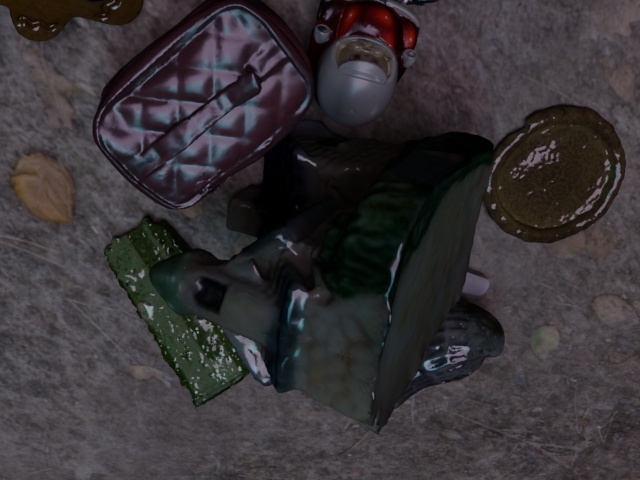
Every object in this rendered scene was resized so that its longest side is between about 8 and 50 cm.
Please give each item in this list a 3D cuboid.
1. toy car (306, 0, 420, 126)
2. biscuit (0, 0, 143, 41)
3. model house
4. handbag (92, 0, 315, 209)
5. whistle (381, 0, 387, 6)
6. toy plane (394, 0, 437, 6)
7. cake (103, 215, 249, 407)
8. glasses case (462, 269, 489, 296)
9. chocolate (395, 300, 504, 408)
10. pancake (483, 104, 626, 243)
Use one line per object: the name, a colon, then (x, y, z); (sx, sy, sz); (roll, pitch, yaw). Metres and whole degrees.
toy car: (0.036, -0.169, 0.621); (0.112, 0.112, 0.139); (12, 146, -9)
biscuit: (-0.271, -0.266, 0.536); (0.236, 0.039, 0.180); (-1, 134, -29)
model house: (0.000, 0.002, 0.624); (0.284, 0.298, 0.243); (15, 116, 24)
handbag: (-0.120, -0.147, 0.615); (0.225, 0.135, 0.146); (-36, 120, 7)
whistle: (-0.059, -0.317, 0.537); (0.312, 0.062, 0.062); (29, 109, -4)
toy plane: (0.099, -0.303, 0.605); (0.234, 0.082, 0.160); (-2, 108, 4)
cake: (-0.176, 0.081, 0.775); (0.100, 0.099, 0.235); (-31, 96, 7)
glasses case: (0.197, 0.055, 0.832); (0.083, 0.021, 0.032); (17, 109, -18)
chocolate: (0.131, 0.162, 0.830); (0.248, 0.110, 0.110); (-26, 117, 3)
pancake: (0.308, -0.083, 0.784); (0.199, 0.021, 0.199); (-4, 115, -8)
